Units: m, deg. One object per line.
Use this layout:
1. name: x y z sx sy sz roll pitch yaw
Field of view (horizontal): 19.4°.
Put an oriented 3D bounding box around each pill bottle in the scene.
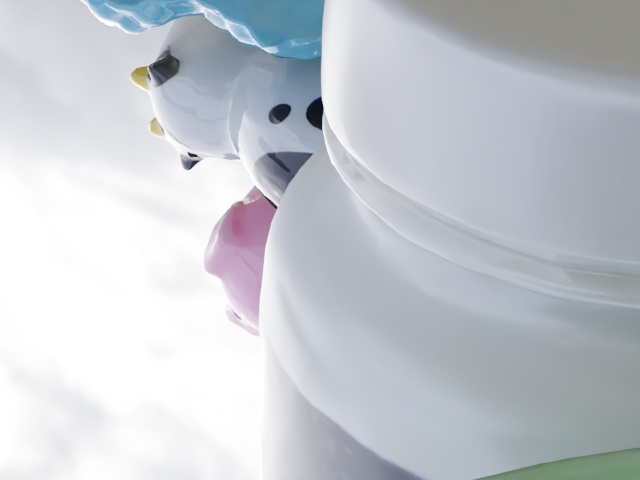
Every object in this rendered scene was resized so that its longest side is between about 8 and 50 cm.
1. pill bottle: 0.082 0.074 0.584 0.204 0.361 0.204 2 -149 -1

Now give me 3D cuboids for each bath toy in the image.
1. bath toy: 0.000 0.000 0.831 0.151 0.129 0.348 -120 8 -48

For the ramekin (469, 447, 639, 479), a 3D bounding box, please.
1. ramekin: 0.052 0.175 0.281 0.303 0.303 0.148 -105 -4 -66
